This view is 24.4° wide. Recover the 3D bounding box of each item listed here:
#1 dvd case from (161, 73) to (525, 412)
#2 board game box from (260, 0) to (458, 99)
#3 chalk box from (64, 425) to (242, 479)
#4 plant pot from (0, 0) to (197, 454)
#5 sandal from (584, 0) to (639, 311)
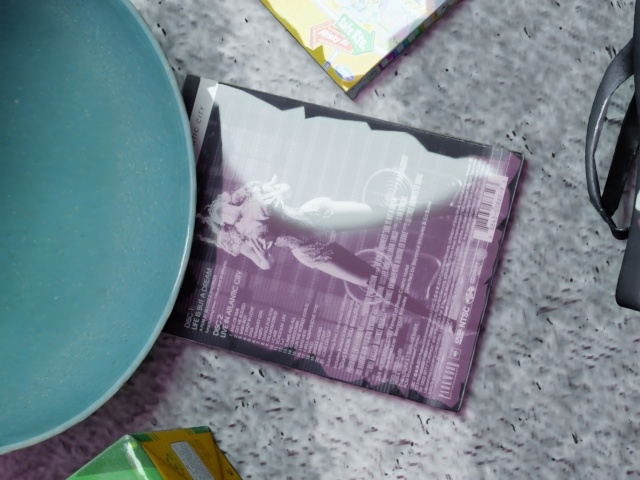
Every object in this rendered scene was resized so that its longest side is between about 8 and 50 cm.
[{"bbox_3d":[0.000,0.000,0.923,0.221,0.018,0.164,14,88,10],"label":"dvd case"},{"bbox_3d":[0.005,-0.180,0.934,0.103,0.026,0.154,-43,79,3],"label":"board game box"},{"bbox_3d":[-0.148,0.261,0.841,0.289,0.179,0.180,-38,79,4],"label":"chalk box"},{"bbox_3d":[-0.246,-0.030,0.861,0.195,0.290,0.290,2,84,44],"label":"plant pot"},{"bbox_3d":[0.189,-0.080,0.867,0.054,0.097,0.254,2,75,22],"label":"sandal"}]
